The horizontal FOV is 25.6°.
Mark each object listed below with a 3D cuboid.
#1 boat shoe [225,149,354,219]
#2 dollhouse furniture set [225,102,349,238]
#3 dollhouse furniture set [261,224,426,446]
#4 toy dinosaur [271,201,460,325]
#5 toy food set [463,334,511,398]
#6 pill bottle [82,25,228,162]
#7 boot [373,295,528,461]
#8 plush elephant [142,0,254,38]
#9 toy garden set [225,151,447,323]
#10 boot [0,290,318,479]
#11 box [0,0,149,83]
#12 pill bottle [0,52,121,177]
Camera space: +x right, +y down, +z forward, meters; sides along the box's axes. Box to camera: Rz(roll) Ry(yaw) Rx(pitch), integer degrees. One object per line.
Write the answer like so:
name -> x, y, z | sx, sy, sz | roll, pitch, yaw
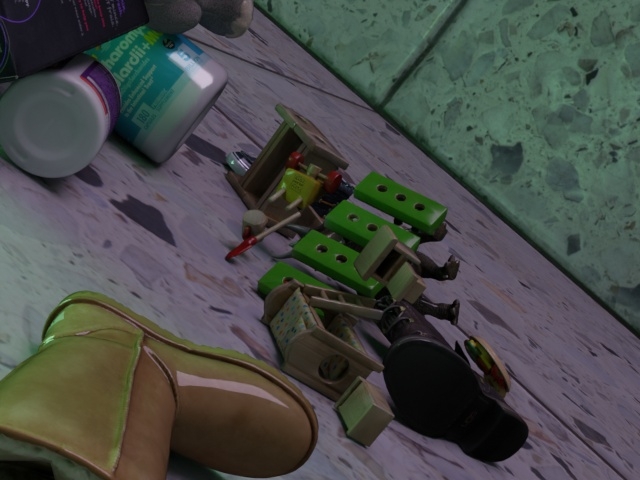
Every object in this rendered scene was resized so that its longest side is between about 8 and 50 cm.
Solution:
boat shoe -> -0.042, -0.093, 1.991 | 0.183, 0.083, 0.065 | 33, 13, -22
dollhouse furniture set -> -0.006, -0.073, 1.910 | 0.183, 0.129, 0.129 | 27, 16, -39
dollhouse furniture set -> 0.036, 0.078, 1.405 | 0.101, 0.161, 0.182 | 32, 13, -26
toy dinosaur -> 0.089, 0.040, 1.790 | 0.160, 0.121, 0.313 | 7, -25, 37
toy food set -> 0.198, 0.148, 1.674 | 0.083, 0.020, 0.083 | 55, -7, 17
pill bottle -> -0.254, -0.225, 1.711 | 0.264, 0.146, 0.146 | 37, 12, -3
boot -> 0.114, 0.136, 1.624 | 0.263, 0.091, 0.229 | 42, 7, -40
plush elephant -> -0.162, -0.370, 1.571 | 0.330, 0.272, 0.255 | -5, 7, -38
toy garden set -> 0.000, 0.000, 1.642 | 0.203, 0.049, 0.244 | 27, 46, 21
boot -> -0.111, 0.142, 0.943 | 0.236, 0.089, 0.269 | 24, 13, -7
box -> -0.304, -0.250, 1.364 | 0.270, 0.143, 0.165 | -43, 122, -62
pill bottle -> -0.263, -0.136, 1.448 | 0.108, 0.108, 0.193 | 36, 13, -10
